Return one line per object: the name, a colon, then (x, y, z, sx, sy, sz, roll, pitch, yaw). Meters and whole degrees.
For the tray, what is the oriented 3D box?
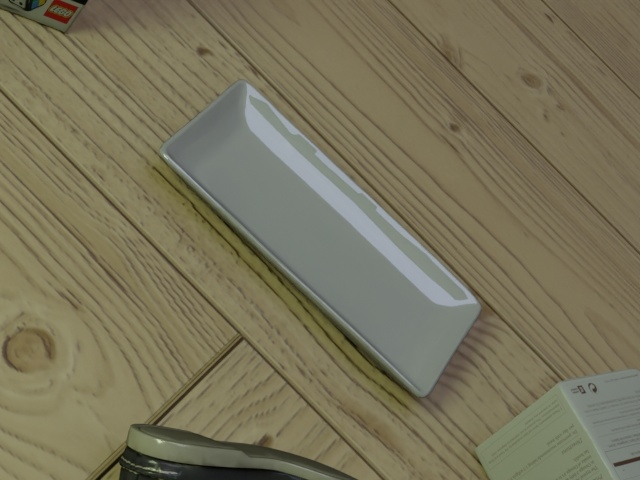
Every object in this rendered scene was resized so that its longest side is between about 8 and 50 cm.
tray: (0.000, 0.000, 1.162, 0.270, 0.030, 0.145, 43, 36, -2)

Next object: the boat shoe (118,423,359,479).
boat shoe: (-0.042, 0.166, 0.959, 0.206, 0.075, 0.065, 19, 87, -38)

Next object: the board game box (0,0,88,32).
board game box: (-0.266, -0.271, 1.034, 0.305, 0.193, 0.053, 18, 44, -31)

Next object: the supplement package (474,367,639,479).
supplement package: (0.217, 0.200, 1.114, 0.105, 0.105, 0.179, -3, 58, -45)
